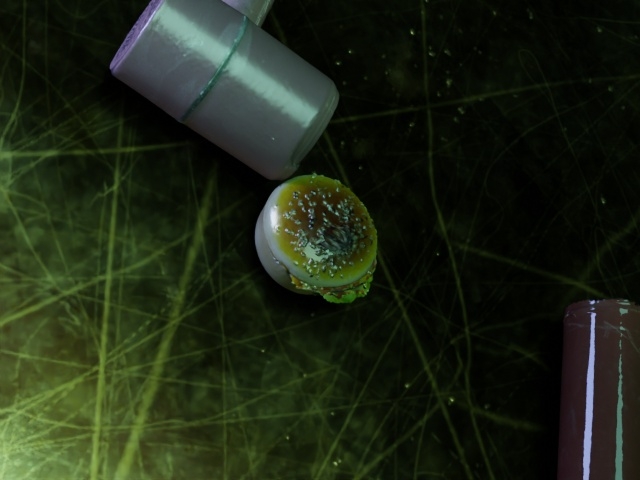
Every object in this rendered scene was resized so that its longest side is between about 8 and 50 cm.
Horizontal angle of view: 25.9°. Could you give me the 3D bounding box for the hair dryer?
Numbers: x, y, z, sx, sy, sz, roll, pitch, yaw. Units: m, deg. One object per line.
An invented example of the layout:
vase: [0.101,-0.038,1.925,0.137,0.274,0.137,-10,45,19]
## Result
hair dryer: [-0.058,-0.248,1.476,0.210,0.125,0.352,34,53,-14]

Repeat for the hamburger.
hamburger: [0.000,0.000,1.424,0.126,0.081,0.141,-8,78,-30]

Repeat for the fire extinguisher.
fire extinguisher: [0.318,0.242,1.501,0.147,0.106,0.337,30,59,-44]
